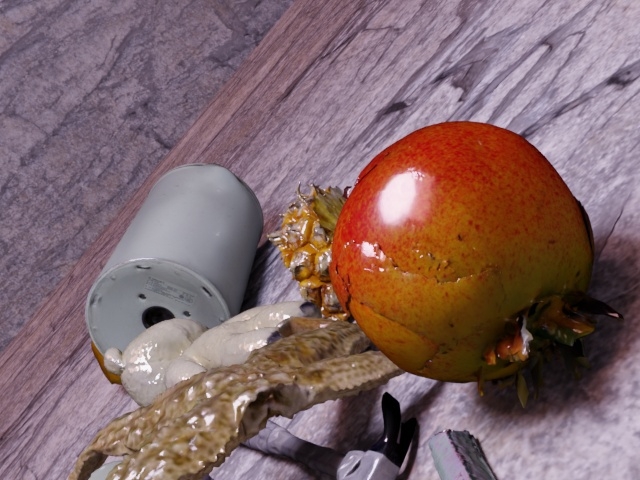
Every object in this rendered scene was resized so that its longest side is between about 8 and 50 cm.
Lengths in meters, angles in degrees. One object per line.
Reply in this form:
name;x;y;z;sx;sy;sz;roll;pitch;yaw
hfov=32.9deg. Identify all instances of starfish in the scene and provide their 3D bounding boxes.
starfish;-0.115;0.167;0.999;0.432;0.082;0.324;-28;8;-19

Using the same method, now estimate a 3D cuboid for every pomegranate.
pomegranate;0.117;0.018;0.851;0.210;0.210;0.235;-47;49;7

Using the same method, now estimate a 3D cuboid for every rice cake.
rice cake;0.114;0.185;0.771;0.033;0.033;0.207;-56;15;9

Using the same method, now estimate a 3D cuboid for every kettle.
kettle;-0.199;0.063;1.608;0.205;0.265;0.318;-7;29;9

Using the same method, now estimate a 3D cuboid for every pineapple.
pineapple;0.001;-0.001;1.287;0.079;0.135;0.233;-43;19;20

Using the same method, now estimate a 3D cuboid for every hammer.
hammer;-0.037;0.210;1.079;0.152;0.044;0.427;-53;17;-17

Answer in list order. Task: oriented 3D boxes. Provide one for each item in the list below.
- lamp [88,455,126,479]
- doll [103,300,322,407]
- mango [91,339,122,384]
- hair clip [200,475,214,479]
lamp;-0.230;0.296;1.293;0.106;0.106;0.193;-40;8;27
doll;-0.121;0.153;1.326;0.278;0.175;0.149;-20;73;39
mango;-0.321;0.155;1.804;0.147;0.109;0.227;-43;29;26
hair clip;-0.169;0.340;1.127;0.146;0.056;0.187;-44;9;19
